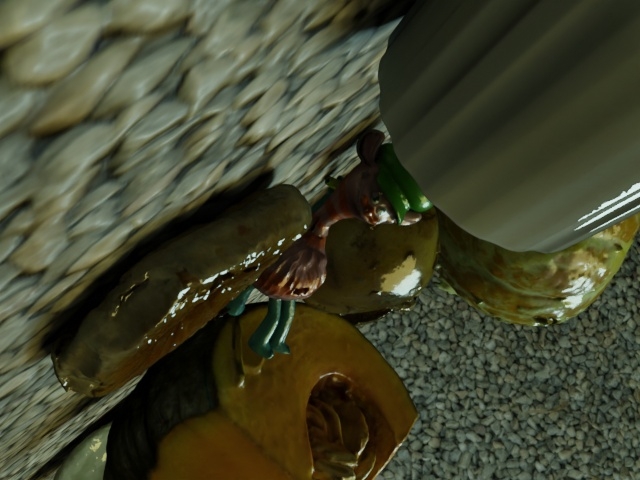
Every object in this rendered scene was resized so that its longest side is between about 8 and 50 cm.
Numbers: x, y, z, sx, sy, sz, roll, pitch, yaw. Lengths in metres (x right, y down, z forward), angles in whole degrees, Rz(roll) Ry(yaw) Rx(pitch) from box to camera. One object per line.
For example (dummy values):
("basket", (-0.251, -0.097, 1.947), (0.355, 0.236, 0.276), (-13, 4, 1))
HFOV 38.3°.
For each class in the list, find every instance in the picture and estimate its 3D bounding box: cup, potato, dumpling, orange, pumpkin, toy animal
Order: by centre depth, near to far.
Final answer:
("cup", (0.152, -0.109, 0.421), (0.221, 0.167, 0.202), (-34, 175, -38))
("toy animal", (0.000, 0.000, 0.746), (0.208, 0.100, 0.103), (-50, -166, 18))
("potato", (0.041, 0.014, 0.918), (0.137, 0.137, 0.176), (-35, 171, -45))
("pumpkin", (-0.067, 0.199, 0.983), (0.225, 0.256, 0.303), (-38, 170, 33))
("orange", (0.263, -0.057, 1.100), (0.329, 0.249, 0.329), (-61, 172, -14))
("dumpling", (-0.267, 0.302, 1.249), (0.227, 0.243, 0.175), (-13, -161, -39))

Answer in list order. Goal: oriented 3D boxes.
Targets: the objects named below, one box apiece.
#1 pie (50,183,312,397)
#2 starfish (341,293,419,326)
("pie", (-0.088, 0.034, 0.590), (0.195, 0.046, 0.195), (-38, 176, -3))
("starfish", (0.068, 0.011, 1.059), (0.146, 0.074, 0.189), (-16, -128, 51))
